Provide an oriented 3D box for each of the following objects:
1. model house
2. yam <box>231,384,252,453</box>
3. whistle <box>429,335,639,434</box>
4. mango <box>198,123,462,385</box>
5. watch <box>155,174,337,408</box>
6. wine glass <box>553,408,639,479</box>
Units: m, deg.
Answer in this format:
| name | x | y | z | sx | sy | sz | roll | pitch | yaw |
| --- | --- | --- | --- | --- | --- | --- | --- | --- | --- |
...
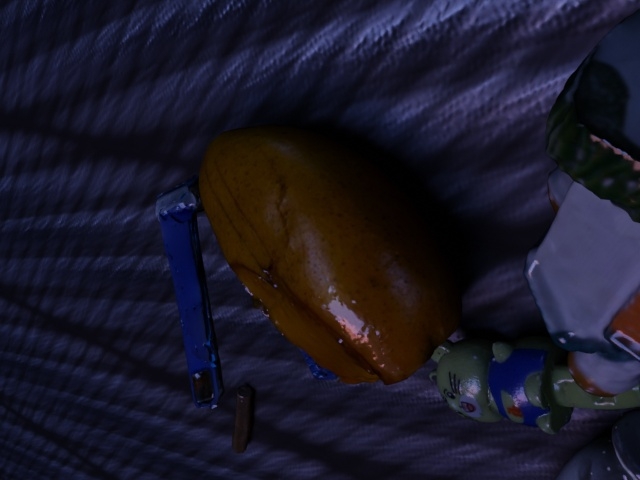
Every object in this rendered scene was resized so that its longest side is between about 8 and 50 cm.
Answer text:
| name | x | y | z | sx | sy | sz | roll | pitch | yaw |
| --- | --- | --- | --- | --- | --- | --- | --- | --- | --- |
| model house | 0.276 | 0.015 | 0.497 | 0.271 | 0.190 | 0.301 | 35 | 147 | 17 |
| yam | -0.129 | 0.298 | 1.083 | 0.032 | 0.032 | 0.146 | 28 | 130 | 25 |
| whistle | 0.209 | 0.147 | 0.667 | 0.227 | 0.085 | 0.105 | -4 | 120 | 42 |
| mango | 0.000 | 0.000 | 0.707 | 0.199 | 0.201 | 0.350 | -42 | 71 | 3 |
| watch | -0.081 | 0.055 | 0.826 | 0.068 | 0.276 | 0.275 | -22 | 76 | 25 |
| wine glass | 0.288 | 0.260 | 0.646 | 0.111 | 0.111 | 0.205 | 36 | 131 | 20 |
